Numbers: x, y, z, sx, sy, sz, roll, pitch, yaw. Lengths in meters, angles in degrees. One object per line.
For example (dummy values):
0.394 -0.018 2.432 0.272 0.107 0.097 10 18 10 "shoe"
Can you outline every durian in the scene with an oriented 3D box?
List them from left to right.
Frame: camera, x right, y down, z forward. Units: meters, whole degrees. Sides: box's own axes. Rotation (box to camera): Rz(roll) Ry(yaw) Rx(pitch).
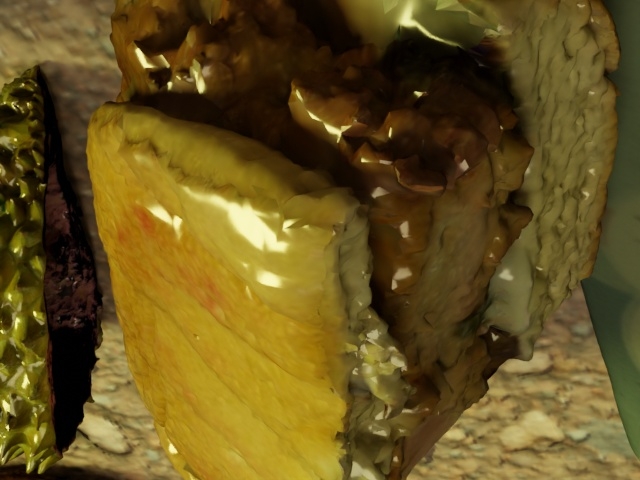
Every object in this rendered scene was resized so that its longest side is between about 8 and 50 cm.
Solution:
-0.156 0.031 0.650 0.108 0.119 0.186 2 142 1 "durian"

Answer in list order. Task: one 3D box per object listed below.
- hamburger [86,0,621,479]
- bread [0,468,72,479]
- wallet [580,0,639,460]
0.000 0.000 0.543 0.245 0.155 0.282 58 155 -17 "hamburger"
-0.162 0.194 0.893 0.193 0.064 0.193 6 144 4 "bread"
0.207 -0.026 0.552 0.252 0.083 0.360 -2 140 20 "wallet"
